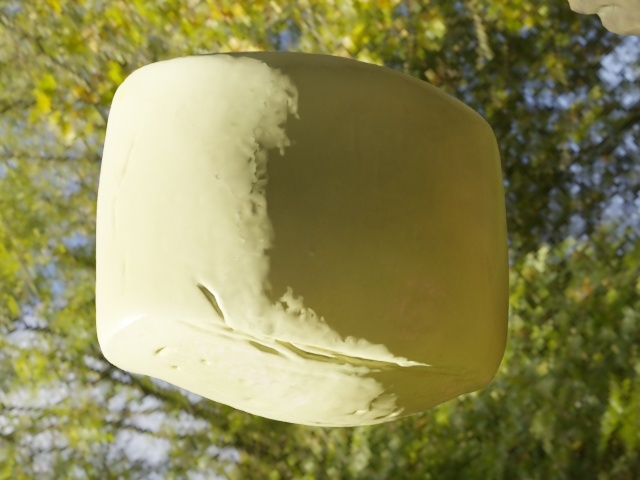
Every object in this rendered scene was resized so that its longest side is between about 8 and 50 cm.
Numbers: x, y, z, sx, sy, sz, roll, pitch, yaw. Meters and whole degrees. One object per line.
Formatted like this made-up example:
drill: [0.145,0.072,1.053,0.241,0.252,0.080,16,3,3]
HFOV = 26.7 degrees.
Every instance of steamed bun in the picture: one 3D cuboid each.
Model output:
steamed bun: [0.000,0.000,0.771,0.250,0.200,0.155,9,-21,-20]

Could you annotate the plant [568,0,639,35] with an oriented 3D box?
plant: [0.210,-0.248,0.595,0.215,0.213,0.312,11,-46,5]
